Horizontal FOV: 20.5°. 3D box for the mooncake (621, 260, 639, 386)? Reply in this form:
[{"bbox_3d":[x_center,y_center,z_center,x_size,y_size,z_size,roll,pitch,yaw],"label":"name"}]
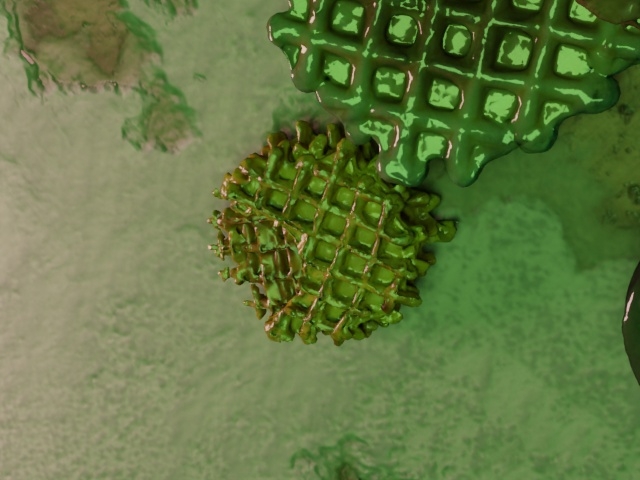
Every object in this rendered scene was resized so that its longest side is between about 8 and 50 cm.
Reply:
[{"bbox_3d":[0.327,0.066,1.410,0.168,0.104,0.175,17,111,15],"label":"mooncake"}]

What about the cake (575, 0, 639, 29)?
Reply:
[{"bbox_3d":[0.315,-0.254,1.168,0.256,0.290,0.282,26,120,-16],"label":"cake"}]

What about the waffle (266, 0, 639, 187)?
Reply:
[{"bbox_3d":[0.111,-0.200,1.394,0.309,0.056,0.292,-35,96,15],"label":"waffle"}]

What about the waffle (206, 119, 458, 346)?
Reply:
[{"bbox_3d":[0.000,0.000,1.508,0.197,0.070,0.193,-40,94,25],"label":"waffle"}]
